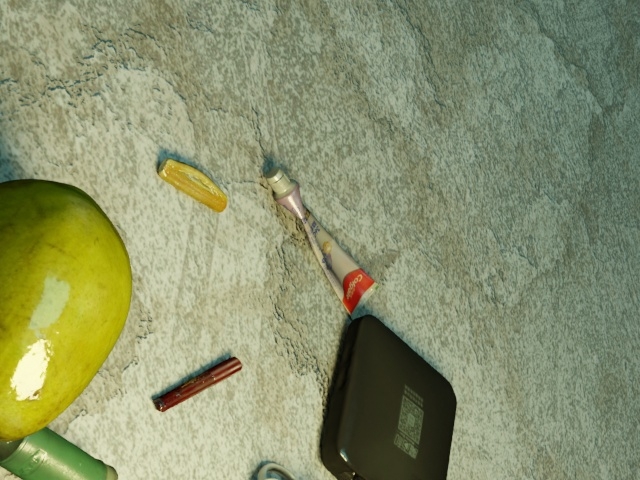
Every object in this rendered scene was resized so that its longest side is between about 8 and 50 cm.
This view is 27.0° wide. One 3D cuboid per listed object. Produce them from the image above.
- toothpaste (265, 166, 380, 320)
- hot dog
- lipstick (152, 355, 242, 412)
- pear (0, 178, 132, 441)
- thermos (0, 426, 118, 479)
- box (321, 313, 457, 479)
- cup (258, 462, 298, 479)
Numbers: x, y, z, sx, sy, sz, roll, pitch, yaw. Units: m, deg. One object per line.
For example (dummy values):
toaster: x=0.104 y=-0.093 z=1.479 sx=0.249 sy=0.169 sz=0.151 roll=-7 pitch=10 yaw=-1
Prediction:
toothpaste: x=0.000 y=0.000 z=2.169 sx=0.301 sy=0.048 sz=0.075 roll=54 pitch=37 yaw=-30
hot dog: x=-0.186 y=-0.084 z=1.962 sx=0.137 sy=0.028 sz=0.044 roll=30 pitch=81 yaw=-41
lipstick: x=-0.173 y=0.204 z=1.879 sx=0.176 sy=0.027 sz=0.027 roll=-25 pitch=98 yaw=-52
pear: x=-0.344 y=0.075 z=1.517 sx=0.253 sy=0.253 sz=0.307 roll=44 pitch=51 yaw=-35
thermos: x=-0.332 y=0.258 z=1.607 sx=0.188 sy=0.073 sz=0.083 roll=43 pitch=48 yaw=-36
box: x=0.119 y=0.303 z=2.194 sx=0.290 sy=0.073 sz=0.289 roll=42 pitch=47 yaw=-37
cup: x=-0.037 y=0.388 z=1.933 sx=0.133 sy=0.099 sz=0.136 roll=28 pitch=58 yaw=-45
